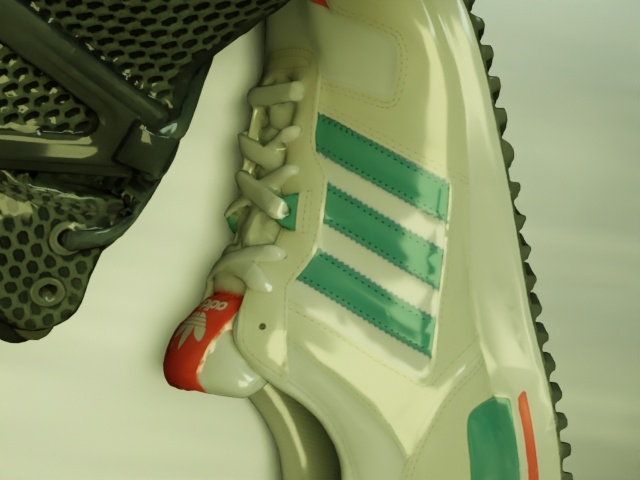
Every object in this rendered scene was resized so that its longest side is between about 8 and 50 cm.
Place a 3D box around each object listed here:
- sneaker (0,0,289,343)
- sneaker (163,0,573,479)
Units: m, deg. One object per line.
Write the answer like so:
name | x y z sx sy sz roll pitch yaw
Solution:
sneaker | -0.024 -0.058 0.352 0.227 0.087 0.130 -12 127 10
sneaker | 0.000 0.000 0.399 0.075 0.057 0.161 -16 96 -18
